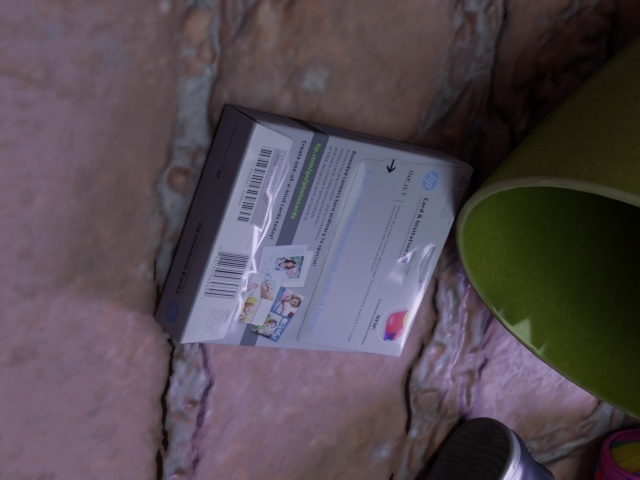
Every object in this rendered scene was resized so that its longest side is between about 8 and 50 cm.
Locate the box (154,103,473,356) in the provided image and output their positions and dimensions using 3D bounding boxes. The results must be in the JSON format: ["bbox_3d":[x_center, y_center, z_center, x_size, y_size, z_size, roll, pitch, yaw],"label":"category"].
[{"bbox_3d":[0.000,0.000,0.797,0.186,0.038,0.145,8,109,-39],"label":"box"}]

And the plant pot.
[{"bbox_3d":[0.285,-0.054,0.859,0.293,0.275,0.275,-54,136,-22],"label":"plant pot"}]

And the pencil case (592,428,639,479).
[{"bbox_3d":[0.280,0.289,1.132,0.104,0.104,0.236,-11,121,-33],"label":"pencil case"}]

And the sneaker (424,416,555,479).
[{"bbox_3d":[0.109,0.257,0.991,0.222,0.083,0.118,-53,134,-3],"label":"sneaker"}]
